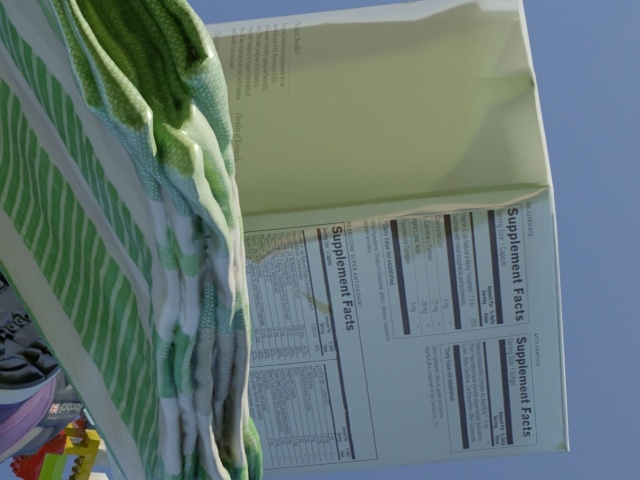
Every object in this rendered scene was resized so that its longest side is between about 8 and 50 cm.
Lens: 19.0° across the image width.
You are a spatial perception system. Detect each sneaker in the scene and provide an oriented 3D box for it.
[{"bbox_3d":[-0.189,0.075,1.298,0.107,0.124,0.283,35,-151,15],"label":"sneaker"}]

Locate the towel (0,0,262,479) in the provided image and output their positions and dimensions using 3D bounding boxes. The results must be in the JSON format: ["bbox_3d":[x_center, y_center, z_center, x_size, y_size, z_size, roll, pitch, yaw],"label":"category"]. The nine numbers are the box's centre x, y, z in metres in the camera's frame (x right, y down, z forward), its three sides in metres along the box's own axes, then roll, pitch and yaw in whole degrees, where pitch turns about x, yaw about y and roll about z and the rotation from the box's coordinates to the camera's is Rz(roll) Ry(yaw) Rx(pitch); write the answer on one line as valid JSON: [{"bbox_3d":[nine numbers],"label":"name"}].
[{"bbox_3d":[-0.090,-0.039,0.597,0.038,0.325,0.248,-27,-116,-14],"label":"towel"}]

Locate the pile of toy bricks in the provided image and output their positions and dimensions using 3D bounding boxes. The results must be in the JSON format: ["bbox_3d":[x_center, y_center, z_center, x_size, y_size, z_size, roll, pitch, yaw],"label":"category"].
[{"bbox_3d":[-0.205,0.094,1.511,0.105,0.212,0.118,8,-158,-27],"label":"pile of toy bricks"}]

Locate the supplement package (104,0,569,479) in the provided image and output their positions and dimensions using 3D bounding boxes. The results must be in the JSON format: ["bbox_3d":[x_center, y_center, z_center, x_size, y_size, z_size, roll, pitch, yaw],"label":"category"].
[{"bbox_3d":[0.000,0.000,1.110,0.263,0.198,0.199,-6,-142,4],"label":"supplement package"}]
